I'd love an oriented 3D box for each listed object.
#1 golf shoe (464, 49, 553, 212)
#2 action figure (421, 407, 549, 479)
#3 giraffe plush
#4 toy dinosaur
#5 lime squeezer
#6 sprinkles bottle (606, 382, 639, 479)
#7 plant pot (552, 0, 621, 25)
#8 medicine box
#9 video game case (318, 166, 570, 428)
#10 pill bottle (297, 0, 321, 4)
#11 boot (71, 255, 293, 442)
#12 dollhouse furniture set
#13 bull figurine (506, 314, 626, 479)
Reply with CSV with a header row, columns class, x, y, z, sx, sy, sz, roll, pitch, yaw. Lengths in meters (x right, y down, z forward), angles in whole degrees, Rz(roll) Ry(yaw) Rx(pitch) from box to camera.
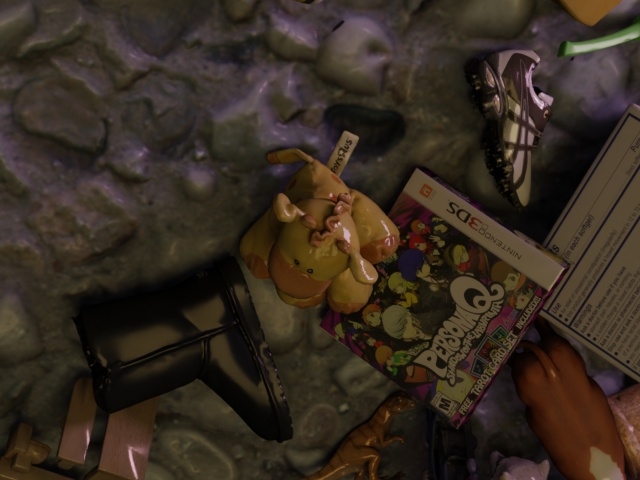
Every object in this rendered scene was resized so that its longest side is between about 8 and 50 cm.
class,x,y,z,sx,sy,sz,roll,pitch,yaw
golf shoe,0.232,-0.126,1.487,0.094,0.077,0.198,-19,119,-6
action figure,0.206,0.338,1.587,0.179,0.341,0.330,6,145,-7
giraffe plush,0.000,0.000,1.410,0.181,0.170,0.210,10,110,-1
toy dinosaur,0.043,0.278,1.644,0.211,0.064,0.112,-41,100,-4
lime squeezer,0.410,-0.203,1.489,0.310,0.110,0.059,23,150,-26
sprinkles bottle,0.541,0.190,1.689,0.355,0.121,0.121,-25,118,-2
plant pot,0.290,-0.287,1.427,0.081,0.081,0.083,-40,129,6
medicine box,0.418,0.027,1.482,0.289,0.149,0.263,36,106,20
video game case,0.141,0.066,1.503,0.210,0.042,0.232,36,106,16
pill bottle,-0.074,-0.309,1.306,0.184,0.103,0.103,11,111,-19
boot,-0.159,0.157,1.503,0.207,0.094,0.246,-21,111,-8
dollhouse furniture set,-0.298,0.237,1.544,0.144,0.123,0.151,24,141,-23
bull figurine,0.309,0.226,1.606,0.101,0.188,0.310,-24,118,-2
